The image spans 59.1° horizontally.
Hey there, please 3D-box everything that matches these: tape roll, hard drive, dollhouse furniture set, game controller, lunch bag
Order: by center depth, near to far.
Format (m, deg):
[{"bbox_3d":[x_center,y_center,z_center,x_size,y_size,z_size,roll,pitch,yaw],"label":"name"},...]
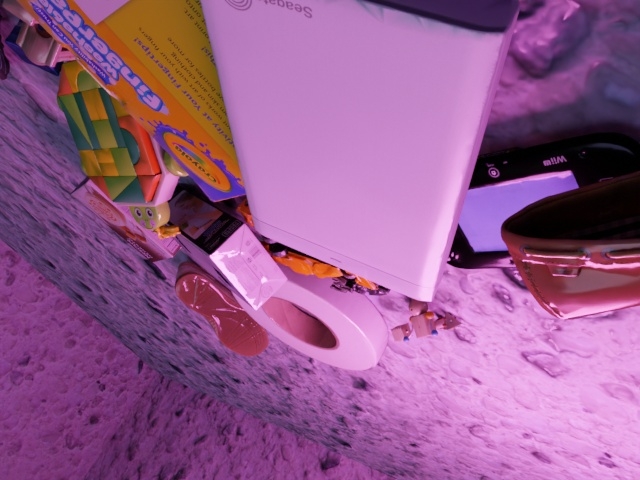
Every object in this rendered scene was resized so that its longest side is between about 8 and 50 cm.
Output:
[{"bbox_3d":[0.022,-0.081,0.521,0.233,0.047,0.353,22,150,16],"label":"hard drive"},{"bbox_3d":[0.245,-0.037,0.690,0.319,0.067,0.166,-7,133,50],"label":"game controller"},{"bbox_3d":[-0.405,-0.315,0.762,0.161,0.182,0.101,34,113,-2],"label":"dollhouse furniture set"},{"bbox_3d":[-0.474,-0.334,0.957,0.098,0.065,0.067,26,167,10],"label":"lunch bag"},{"bbox_3d":[-0.031,0.166,1.304,0.392,0.072,0.392,25,151,15],"label":"tape roll"}]

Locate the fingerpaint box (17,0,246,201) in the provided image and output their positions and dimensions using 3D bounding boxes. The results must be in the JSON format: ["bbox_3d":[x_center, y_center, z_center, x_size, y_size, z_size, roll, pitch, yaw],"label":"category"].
[{"bbox_3d":[-0.128,-0.269,0.594,0.371,0.163,0.445,-7,133,50],"label":"fingerpaint box"}]

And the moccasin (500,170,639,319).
[{"bbox_3d":[0.340,-0.042,0.477,0.380,0.139,0.147,-19,121,46],"label":"moccasin"}]

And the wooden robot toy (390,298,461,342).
[{"bbox_3d":[0.193,0.139,1.060,0.173,0.076,0.079,-32,77,60],"label":"wooden robot toy"}]

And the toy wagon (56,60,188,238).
[{"bbox_3d":[-0.329,-0.153,0.973,0.267,0.068,0.345,4,116,37],"label":"toy wagon"}]

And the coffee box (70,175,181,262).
[{"bbox_3d":[-0.429,-0.068,1.303,0.246,0.098,0.141,46,150,-24],"label":"coffee box"}]

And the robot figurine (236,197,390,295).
[{"bbox_3d":[0.000,0.000,0.985,0.290,0.085,0.211,15,149,31],"label":"robot figurine"}]

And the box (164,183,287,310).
[{"bbox_3d":[-0.209,0.006,1.122,0.290,0.087,0.169,29,159,47],"label":"box"}]

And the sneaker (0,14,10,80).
[{"bbox_3d":[-0.605,-0.368,1.012,0.101,0.106,0.267,33,173,-13],"label":"sneaker"}]

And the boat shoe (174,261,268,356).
[{"bbox_3d":[-0.262,0.185,1.552,0.341,0.121,0.110,53,-176,-29],"label":"boat shoe"}]
